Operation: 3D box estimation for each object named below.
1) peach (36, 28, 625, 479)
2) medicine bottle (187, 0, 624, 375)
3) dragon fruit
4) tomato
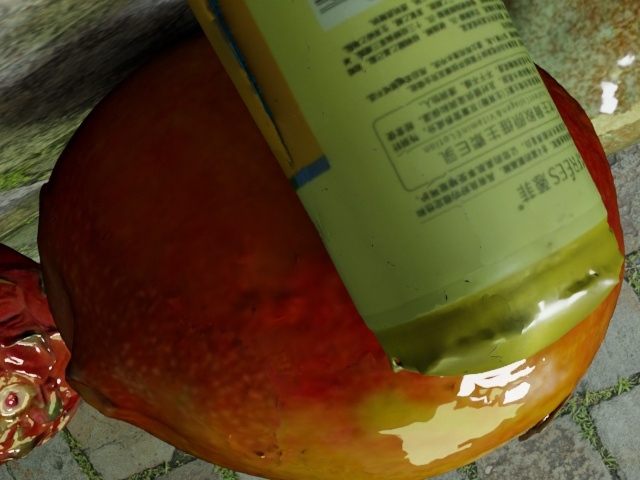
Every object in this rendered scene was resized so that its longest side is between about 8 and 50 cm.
[{"bbox_3d":[0.000,-0.001,0.617,0.373,0.372,0.290,-30,168,-17],"label":"peach"},{"bbox_3d":[0.034,-0.056,0.407,0.124,0.238,0.124,-26,-178,1],"label":"medicine bottle"},{"bbox_3d":[-0.333,0.108,0.883,0.241,0.241,0.252,-29,-165,0],"label":"dragon fruit"},{"bbox_3d":[0.226,-0.188,0.801,0.304,0.239,0.303,-27,-173,4],"label":"tomato"}]
